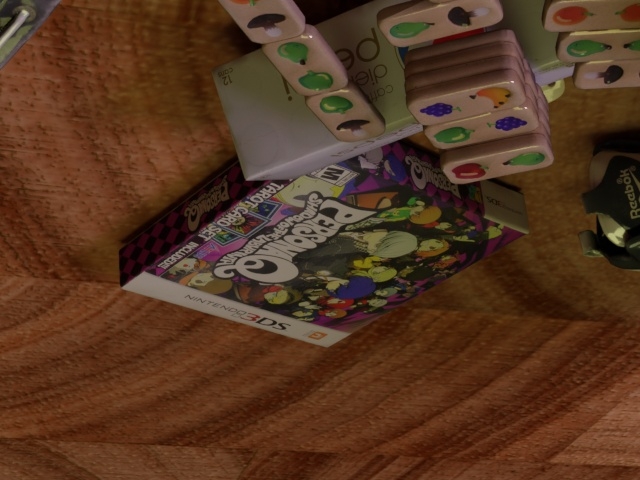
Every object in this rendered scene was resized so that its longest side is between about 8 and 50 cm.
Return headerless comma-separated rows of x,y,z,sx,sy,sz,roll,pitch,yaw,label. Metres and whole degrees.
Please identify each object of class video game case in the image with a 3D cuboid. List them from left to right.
0.000,0.000,1.036,0.210,0.042,0.232,19,142,-38,video game case

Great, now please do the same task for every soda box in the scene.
0.050,-0.102,0.811,0.216,0.074,0.069,-19,175,26,soda box

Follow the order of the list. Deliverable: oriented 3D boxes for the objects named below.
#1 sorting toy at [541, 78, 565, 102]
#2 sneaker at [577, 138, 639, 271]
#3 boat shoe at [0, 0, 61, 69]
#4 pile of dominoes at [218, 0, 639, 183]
0.121,-0.102,0.880,0.075,0.045,0.083,-10,150,-5,sorting toy
0.262,-0.039,0.951,0.153,0.094,0.235,-2,161,-23,sneaker
-0.250,-0.076,0.785,0.119,0.121,0.335,23,138,-32,boat shoe
0.062,-0.098,0.654,0.196,0.040,0.251,-11,156,19,pile of dominoes
